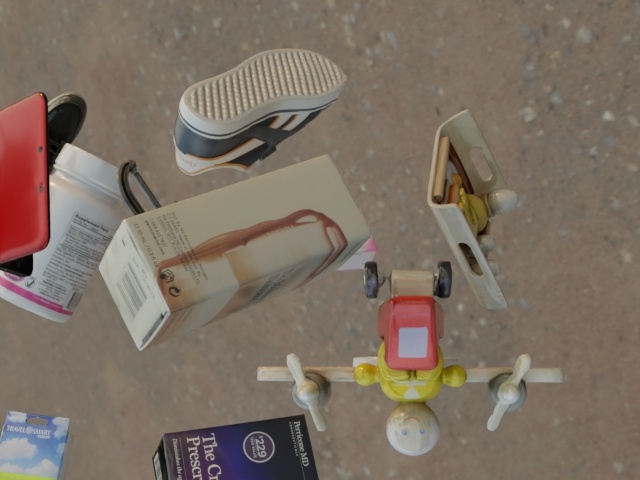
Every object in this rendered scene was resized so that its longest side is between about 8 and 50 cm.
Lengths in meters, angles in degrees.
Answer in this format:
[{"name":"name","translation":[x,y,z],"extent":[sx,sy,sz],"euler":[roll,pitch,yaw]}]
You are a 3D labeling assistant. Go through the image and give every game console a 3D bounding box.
[{"name":"game console","translation":[-0.264,-0.047,0.894],"extent":[0.124,0.085,0.144],"euler":[50,-145,-75]}]

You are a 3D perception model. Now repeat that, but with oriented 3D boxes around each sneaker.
[{"name":"sneaker","translation":[-0.504,-0.168,1.802],"extent":[0.222,0.083,0.118],"euler":[-50,31,14]},{"name":"sneaker","translation":[-0.097,-0.193,1.449],"extent":[0.126,0.321,0.127],"euler":[45,134,20]}]

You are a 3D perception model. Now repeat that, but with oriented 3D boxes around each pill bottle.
[{"name":"pill bottle","translation":[-0.449,-0.015,1.691],"extent":[0.160,0.160,0.283],"euler":[21,83,50]}]

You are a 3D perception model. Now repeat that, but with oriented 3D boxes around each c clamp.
[{"name":"c clamp","translation":[-0.262,-0.060,1.455],"extent":[0.137,0.022,0.160],"euler":[-96,-18,-44]}]

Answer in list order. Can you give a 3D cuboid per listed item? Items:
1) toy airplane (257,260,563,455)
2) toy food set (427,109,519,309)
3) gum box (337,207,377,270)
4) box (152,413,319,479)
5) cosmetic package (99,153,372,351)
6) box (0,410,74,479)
[{"name":"toy airplane","translation":[0.144,0.230,1.603],"extent":[0.386,0.384,0.272],"euler":[-28,49,40]},{"name":"toy food set","translation":[0.274,-0.058,1.655],"extent":[0.092,0.306,0.219],"euler":[-18,121,23]},{"name":"gum box","translation":[0.000,0.000,1.842],"extent":[0.062,0.189,0.107],"euler":[114,146,-47]},{"name":"box","translation":[-0.087,0.357,1.161],"extent":[0.103,0.184,0.261],"euler":[121,140,-56]},{"name":"cosmetic package","translation":[-0.105,0.013,1.213],"extent":[0.129,0.296,0.153],"euler":[61,149,12]},{"name":"box","translation":[-0.450,0.361,1.503],"extent":[0.042,0.109,0.178],"euler":[84,-167,-70]}]
